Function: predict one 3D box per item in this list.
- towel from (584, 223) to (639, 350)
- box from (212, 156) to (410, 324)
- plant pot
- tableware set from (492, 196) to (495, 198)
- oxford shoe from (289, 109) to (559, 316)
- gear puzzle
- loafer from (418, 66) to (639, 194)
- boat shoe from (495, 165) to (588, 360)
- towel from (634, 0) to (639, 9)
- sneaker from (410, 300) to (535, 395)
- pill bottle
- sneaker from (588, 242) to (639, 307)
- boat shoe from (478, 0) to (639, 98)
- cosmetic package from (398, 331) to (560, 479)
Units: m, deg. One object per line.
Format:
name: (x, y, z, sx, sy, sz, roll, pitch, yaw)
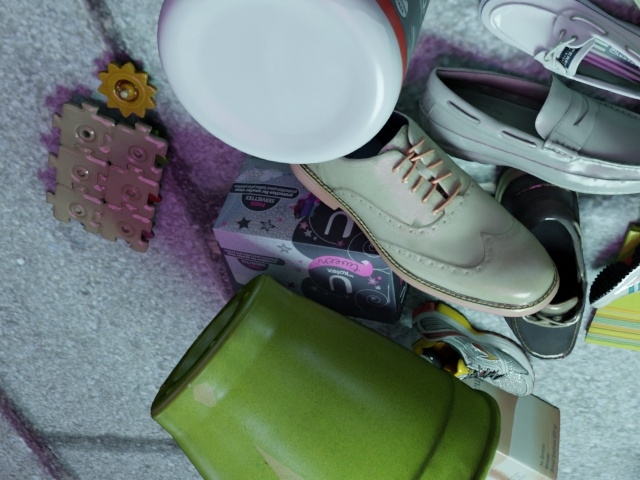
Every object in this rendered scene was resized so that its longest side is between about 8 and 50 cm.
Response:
towel: (0.449, 0.072, 1.324, 0.102, 0.021, 0.237, 8, 136, 4)
box: (0.000, 0.000, 1.295, 0.247, 0.142, 0.163, 8, 144, 16)
plant pot: (-0.019, 0.240, 1.247, 0.353, 0.366, 0.366, 40, 134, -7)
tableware set: (0.185, -0.024, 1.317, 0.169, 0.020, 0.141, 20, 137, -1)
oxford shoe: (0.110, -0.054, 1.122, 0.397, 0.140, 0.146, 34, 159, 18)
gear puzzle: (-0.302, -0.131, 1.372, 0.175, 0.044, 0.339, 21, 135, 0)
loafer: (0.272, -0.134, 1.106, 0.319, 0.112, 0.111, 11, 145, 10)
boat shoe: (0.291, 0.054, 1.266, 0.132, 0.130, 0.355, -7, 132, 14)
towel: (0.400, -0.273, 0.978, 0.110, 0.027, 0.148, 40, 133, -23)
sneaker: (0.231, 0.188, 1.465, 0.225, 0.092, 0.088, 28, 137, -11)
pill bottle: (0.004, -0.260, 0.885, 0.210, 0.363, 0.210, 10, 137, 10)
sneaker: (0.429, 0.052, 1.252, 0.075, 0.057, 0.161, 32, 130, -11)
boat shoe: (0.282, -0.220, 1.039, 0.226, 0.076, 0.083, 17, 137, 3)
cosmetic package: (0.230, 0.292, 1.531, 0.296, 0.153, 0.129, 28, 135, -11)
